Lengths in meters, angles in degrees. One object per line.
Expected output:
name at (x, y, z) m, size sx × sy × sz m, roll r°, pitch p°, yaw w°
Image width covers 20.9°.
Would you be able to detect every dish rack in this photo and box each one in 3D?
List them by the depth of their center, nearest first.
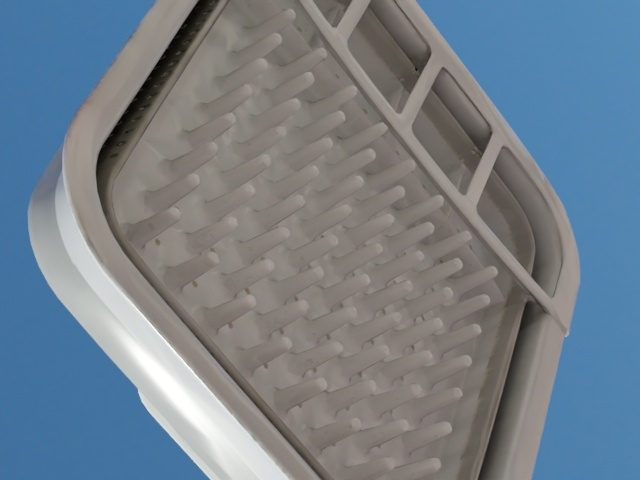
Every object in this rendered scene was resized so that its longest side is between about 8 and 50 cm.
dish rack at (0.000, 0.000, 0.803) m, size 0.285 × 0.072 × 0.333 m, roll 51°, pitch -147°, yaw -20°
